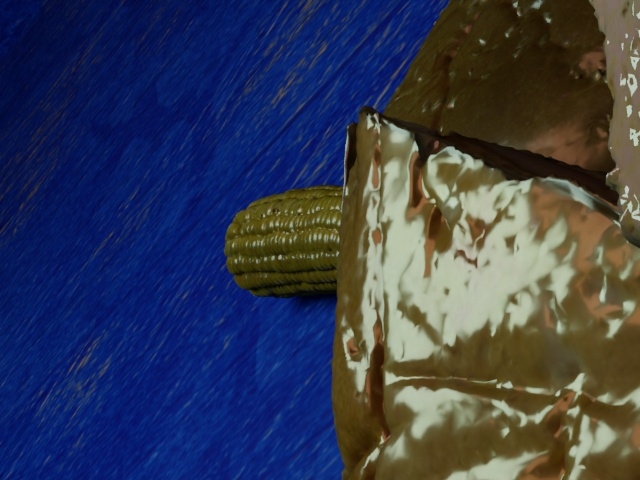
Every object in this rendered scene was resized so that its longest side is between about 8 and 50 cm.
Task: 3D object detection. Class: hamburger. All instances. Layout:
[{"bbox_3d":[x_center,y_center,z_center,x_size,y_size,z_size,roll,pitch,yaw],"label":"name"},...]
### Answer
[{"bbox_3d":[0.114,0.073,0.842,0.330,0.162,0.209,24,103,48],"label":"hamburger"},{"bbox_3d":[0.126,-0.050,1.077,0.309,0.132,0.211,-18,42,58],"label":"hamburger"}]

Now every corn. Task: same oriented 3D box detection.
[{"bbox_3d":[0.000,0.000,1.369,0.238,0.080,0.080,-10,53,62],"label":"corn"}]

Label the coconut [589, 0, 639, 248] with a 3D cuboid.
[{"bbox_3d":[0.254,-0.080,0.598,0.297,0.310,0.297,-179,90,-72],"label":"coconut"}]
